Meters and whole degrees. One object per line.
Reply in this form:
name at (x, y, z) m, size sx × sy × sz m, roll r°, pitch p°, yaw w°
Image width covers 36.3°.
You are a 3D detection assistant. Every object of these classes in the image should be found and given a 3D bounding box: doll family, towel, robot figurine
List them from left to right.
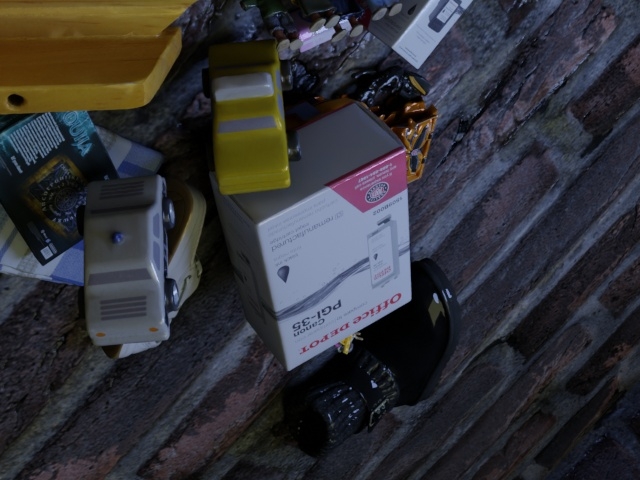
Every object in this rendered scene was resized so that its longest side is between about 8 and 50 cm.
towel at (-0.326, -0.054, 1.073) m, size 0.285 × 0.034 × 0.209 m, roll 19°, pitch 109°, yaw -51°
doll family at (0.004, -0.288, 1.097) m, size 0.193 × 0.111 × 0.076 m, roll -16°, pitch 164°, yaw -34°
robot figurine at (0.037, -0.118, 1.290) m, size 0.291 × 0.085 × 0.211 m, roll -17°, pitch 136°, yaw -30°

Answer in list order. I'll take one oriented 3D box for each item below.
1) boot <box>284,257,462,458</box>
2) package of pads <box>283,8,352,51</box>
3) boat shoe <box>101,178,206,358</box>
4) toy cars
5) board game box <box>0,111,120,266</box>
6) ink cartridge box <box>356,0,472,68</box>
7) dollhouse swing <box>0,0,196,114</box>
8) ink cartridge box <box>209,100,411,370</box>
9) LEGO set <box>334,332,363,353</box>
boot at (0.082, 0.202, 1.594) m, size 0.260 × 0.131 × 0.347 m, roll -20°, pitch 137°, yaw -28°
package of pads at (-0.003, -0.256, 1.151) m, size 0.083 × 0.050 × 0.032 m, roll -28°, pitch 140°, yaw -18°
boat shoe at (-0.196, 0.034, 1.225) m, size 0.096 × 0.098 × 0.277 m, roll -2°, pitch 136°, yaw -41°
toy cars at (-0.141, -0.071, 1.025) m, size 0.393 × 0.176 × 0.087 m, roll -53°, pitch 163°, yaw -17°
board game box at (-0.286, -0.070, 1.048) m, size 0.126 × 0.026 × 0.186 m, roll -36°, pitch 142°, yaw -17°
ink cartridge box at (0.119, -0.300, 1.170) m, size 0.150 × 0.109 × 0.063 m, roll -52°, pitch 138°, yaw 10°
dollhouse swing at (-0.226, -0.224, 0.750) m, size 0.315 × 0.305 × 0.346 m, roll -4°, pitch 130°, yaw -14°
ink cartridge box at (0.000, 0.000, 1.206) m, size 0.207 × 0.117 × 0.283 m, roll -28°, pitch 140°, yaw -17°
LEGO set at (-0.019, 0.071, 1.439) m, size 0.132 × 0.107 × 0.287 m, roll -63°, pitch 150°, yaw -35°
